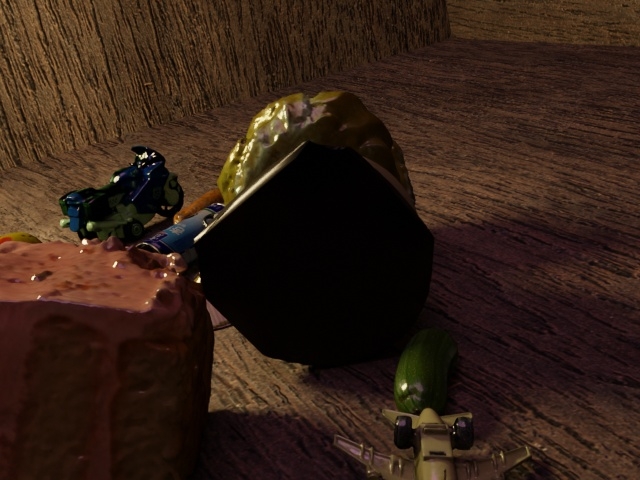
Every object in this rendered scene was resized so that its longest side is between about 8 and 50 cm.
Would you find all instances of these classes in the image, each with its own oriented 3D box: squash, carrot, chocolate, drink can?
[{"bbox_3d":[0.141,0.175,1.348,0.077,0.068,0.219,11,23,13],"label":"squash"},{"bbox_3d":[-0.275,-0.073,2.373,0.060,0.060,0.186,2,26,37],"label":"carrot"},{"bbox_3d":[0.000,0.000,1.567,0.314,0.326,0.297,-43,17,13],"label":"chocolate"},{"bbox_3d":[-0.273,0.004,2.083,0.097,0.097,0.235,2,24,37],"label":"drink can"}]

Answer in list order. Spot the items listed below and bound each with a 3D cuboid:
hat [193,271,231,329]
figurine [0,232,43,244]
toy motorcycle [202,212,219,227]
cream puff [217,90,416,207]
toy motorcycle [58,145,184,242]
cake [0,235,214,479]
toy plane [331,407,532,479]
[{"bbox_3d":[-0.198,0.089,1.806,0.193,0.082,0.193,-10,18,3],"label":"hat"},{"bbox_3d":[-0.542,0.087,1.854,0.326,0.218,0.169,34,92,49],"label":"figurine"},{"bbox_3d":[-0.121,-0.032,2.074,0.221,0.102,0.150,-14,38,-32],"label":"toy motorcycle"},{"bbox_3d":[-0.012,-0.095,1.872,0.378,0.378,0.275,-14,18,-6],"label":"cream puff"},{"bbox_3d":[-0.454,-0.107,2.367,0.125,0.196,0.331,5,24,41],"label":"toy motorcycle"},{"bbox_3d":[-0.301,0.156,1.296,0.306,0.293,0.314,4,13,0],"label":"cake"},{"bbox_3d":[0.126,0.249,1.116,0.228,0.092,0.244,3,16,1],"label":"toy plane"}]
